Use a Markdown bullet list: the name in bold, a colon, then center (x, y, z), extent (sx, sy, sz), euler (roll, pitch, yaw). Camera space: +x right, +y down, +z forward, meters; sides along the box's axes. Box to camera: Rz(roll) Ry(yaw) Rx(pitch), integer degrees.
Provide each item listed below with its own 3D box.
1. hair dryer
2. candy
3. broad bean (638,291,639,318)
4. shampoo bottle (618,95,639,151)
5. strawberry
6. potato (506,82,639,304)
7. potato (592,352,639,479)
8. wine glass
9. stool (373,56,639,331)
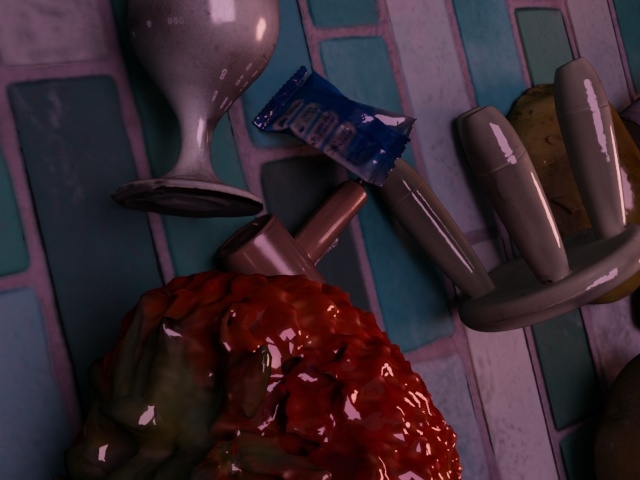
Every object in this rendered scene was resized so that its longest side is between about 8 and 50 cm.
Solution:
- **hair dryer**: center (0.000, 0.000, 0.703), extent (0.117, 0.064, 0.181), euler (52, 54, -16)
- **candy**: center (0.018, -0.108, 0.712), extent (0.136, 0.038, 0.088), euler (28, 58, 16)
- **broad bean**: center (0.447, -0.022, 1.006), extent (0.060, 0.043, 0.297), euler (20, 70, -21)
- **shampoo bottle**: center (0.463, -0.188, 1.000), extent (0.214, 0.072, 0.072), euler (-38, 104, -18)
- **strawberry**: center (-0.007, 0.197, 0.550), extent (0.351, 0.267, 0.312), euler (30, 36, -43)
- **potato**: center (0.314, -0.058, 0.886), extent (0.160, 0.111, 0.271), euler (-20, 94, -36)
- **potato**: center (0.388, 0.238, 0.860), extent (0.174, 0.159, 0.251), euler (27, 76, -1)
- **wine glass**: center (-0.095, -0.141, 0.622), extent (0.126, 0.126, 0.241), euler (9, 80, -32)
- **stool**: center (0.191, -0.040, 0.750), extent (0.195, 0.195, 0.198), euler (-29, 97, -33)
